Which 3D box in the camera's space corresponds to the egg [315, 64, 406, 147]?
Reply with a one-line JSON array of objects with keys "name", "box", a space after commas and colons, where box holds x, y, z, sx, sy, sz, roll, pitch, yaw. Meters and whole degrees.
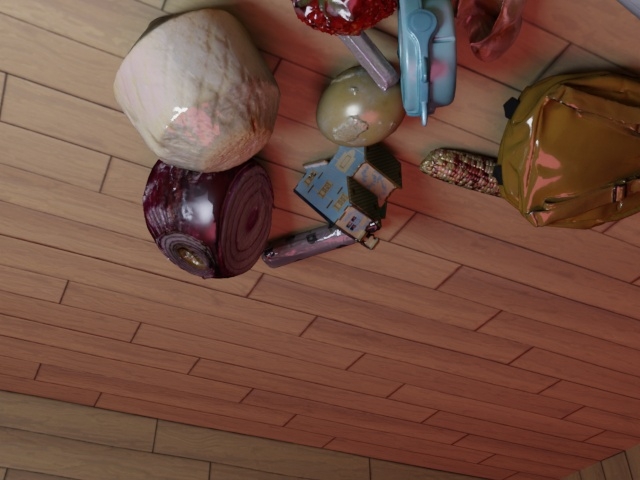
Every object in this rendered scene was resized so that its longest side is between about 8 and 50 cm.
[{"name": "egg", "box": [0.082, -0.271, 1.368, 0.202, 0.164, 0.164, -20, 138, 34]}]

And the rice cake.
[{"name": "rice cake", "box": [0.072, -0.368, 1.261, 0.206, 0.047, 0.036, 46, 166, -9]}]

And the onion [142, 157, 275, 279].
[{"name": "onion", "box": [-0.271, -0.066, 1.538, 0.260, 0.281, 0.336, 13, 154, 16]}]

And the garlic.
[{"name": "garlic", "box": [0.321, -0.414, 1.239, 0.124, 0.099, 0.174, -6, 143, -16]}]

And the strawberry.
[{"name": "strawberry", "box": [0.051, -0.438, 1.157, 0.202, 0.184, 0.187, 8, 129, -51]}]

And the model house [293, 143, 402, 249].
[{"name": "model house", "box": [0.088, -0.125, 1.538, 0.178, 0.271, 0.206, 32, 96, -32]}]

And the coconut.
[{"name": "coconut", "box": [-0.232, -0.292, 1.260, 0.329, 0.328, 0.328, 0, 142, 0]}]

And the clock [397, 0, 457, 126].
[{"name": "clock", "box": [0.188, -0.334, 1.192, 0.094, 0.274, 0.223, -5, 143, 5]}]

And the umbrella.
[{"name": "umbrella", "box": [0.000, 0.000, 1.783, 0.338, 0.067, 0.073, -17, 150, 18]}]

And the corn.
[{"name": "corn", "box": [0.354, -0.160, 1.569, 0.254, 0.086, 0.086, 13, 140, -13]}]

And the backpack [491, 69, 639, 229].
[{"name": "backpack", "box": [0.559, -0.181, 1.414, 0.378, 0.201, 0.353, 6, 117, -8]}]

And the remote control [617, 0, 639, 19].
[{"name": "remote control", "box": [0.583, -0.461, 1.211, 0.293, 0.051, 0.103, 24, 136, -26]}]
